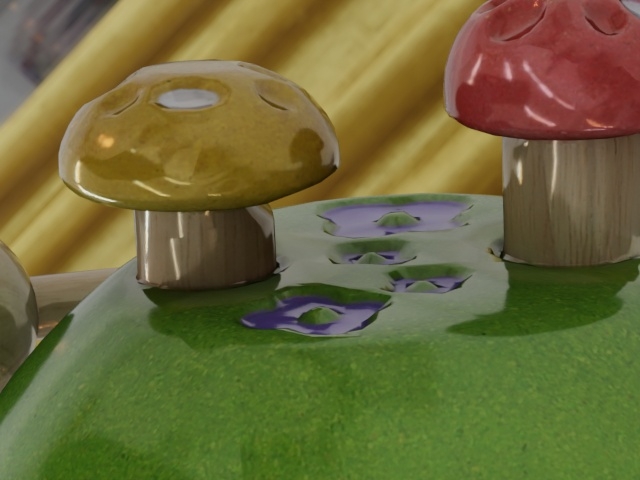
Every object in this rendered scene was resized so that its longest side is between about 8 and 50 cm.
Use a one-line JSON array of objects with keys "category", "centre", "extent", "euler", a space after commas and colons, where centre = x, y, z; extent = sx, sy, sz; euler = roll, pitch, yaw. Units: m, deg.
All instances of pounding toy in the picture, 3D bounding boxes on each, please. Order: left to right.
[{"category": "pounding toy", "centre": [0.000, 0.000, 0.397], "extent": [0.237, 0.183, 0.110], "euler": [21, 119, 56]}]
